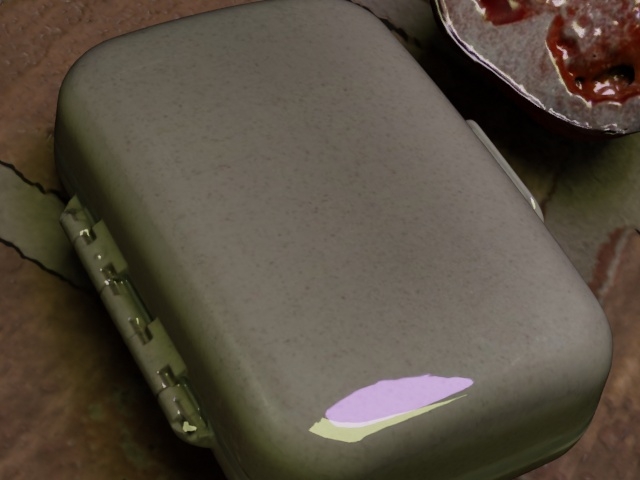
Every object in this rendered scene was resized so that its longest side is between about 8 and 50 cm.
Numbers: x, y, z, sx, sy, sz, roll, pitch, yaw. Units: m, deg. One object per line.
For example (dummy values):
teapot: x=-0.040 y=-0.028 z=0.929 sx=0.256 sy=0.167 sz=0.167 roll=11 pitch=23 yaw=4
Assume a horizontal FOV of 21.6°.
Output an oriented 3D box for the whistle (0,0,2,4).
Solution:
whistle: x=-0.262 y=-0.147 z=1.142 sx=0.107 sy=0.057 sz=0.220 roll=12 pitch=52 yaw=5

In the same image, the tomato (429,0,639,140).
tomato: x=0.190 y=-0.172 z=1.242 sx=0.181 sy=0.155 sz=0.214 roll=-45 pitch=84 yaw=3

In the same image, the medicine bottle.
medicine bottle: x=0.000 y=0.000 z=1.062 sx=0.282 sy=0.123 sz=0.375 roll=-16 pitch=52 yaw=-26
